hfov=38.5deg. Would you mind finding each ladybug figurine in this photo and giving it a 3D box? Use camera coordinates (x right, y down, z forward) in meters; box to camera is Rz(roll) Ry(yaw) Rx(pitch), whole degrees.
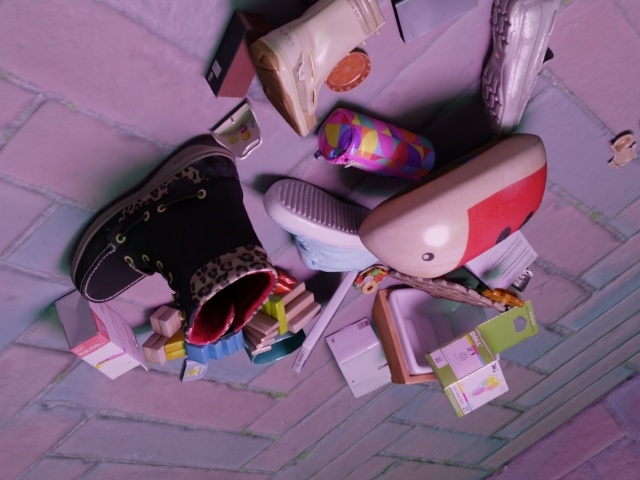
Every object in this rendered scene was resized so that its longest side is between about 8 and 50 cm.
[{"bbox_3d":[0.268,-0.062,1.701,0.449,0.161,0.305,-31,-175,-34],"label":"ladybug figurine"}]

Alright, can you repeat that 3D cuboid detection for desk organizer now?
[{"bbox_3d":[-0.120,-0.275,1.365,0.050,0.047,0.130,-3,140,-36],"label":"desk organizer"}]

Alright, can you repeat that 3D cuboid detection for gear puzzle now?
[{"bbox_3d":[0.301,0.097,1.968,0.176,0.339,0.044,25,81,-32],"label":"gear puzzle"}]

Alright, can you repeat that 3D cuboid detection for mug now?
[{"bbox_3d":[-0.108,0.187,1.937,0.130,0.097,0.157,-24,158,-8],"label":"mug"}]

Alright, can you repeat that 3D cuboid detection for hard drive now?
[{"bbox_3d":[0.183,-0.379,1.460,0.135,0.022,0.094,-28,147,0],"label":"hard drive"}]

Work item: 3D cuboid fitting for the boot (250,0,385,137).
[{"bbox_3d":[0.006,-0.279,1.396,0.203,0.095,0.262,-41,159,-7],"label":"boot"}]

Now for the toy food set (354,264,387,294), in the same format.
[{"bbox_3d":[0.112,0.086,2.043,0.083,0.020,0.083,-40,145,19],"label":"toy food set"}]

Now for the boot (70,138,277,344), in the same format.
[{"bbox_3d":[-0.243,0.048,1.496,0.377,0.284,0.138,-39,145,15],"label":"boot"}]

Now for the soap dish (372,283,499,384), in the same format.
[{"bbox_3d":[0.269,0.224,2.173,0.291,0.228,0.118,-2,155,-34],"label":"soap dish"}]

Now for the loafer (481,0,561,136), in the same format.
[{"bbox_3d":[0.352,-0.308,1.596,0.112,0.112,0.319,-12,144,-9],"label":"loafer"}]

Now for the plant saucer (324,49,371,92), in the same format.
[{"bbox_3d":[0.044,-0.279,1.505,0.084,0.013,0.083,-19,147,-13],"label":"plant saucer"}]

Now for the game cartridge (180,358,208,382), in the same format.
[{"bbox_3d":[-0.280,0.286,2.042,0.056,0.017,0.083,-12,144,-28],"label":"game cartridge"}]

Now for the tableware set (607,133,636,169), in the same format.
[{"bbox_3d":[0.714,-0.224,2.051,0.169,0.020,0.141,-35,146,11],"label":"tableware set"}]

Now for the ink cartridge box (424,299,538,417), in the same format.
[{"bbox_3d":[0.376,0.259,2.000,0.255,0.097,0.188,-29,145,3],"label":"ink cartridge box"}]

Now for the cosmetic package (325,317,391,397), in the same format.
[{"bbox_3d":[0.099,0.293,2.259,0.117,0.085,0.231,-27,148,-1],"label":"cosmetic package"}]

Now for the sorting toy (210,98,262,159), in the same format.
[{"bbox_3d":[-0.124,-0.170,1.477,0.083,0.075,0.045,-38,145,16],"label":"sorting toy"}]

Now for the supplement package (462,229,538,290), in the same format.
[{"bbox_3d":[0.346,0.001,1.967,0.134,0.139,0.244,-48,146,3],"label":"supplement package"}]

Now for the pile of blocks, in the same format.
[{"bbox_3d":[-0.177,0.148,1.808,0.362,0.149,0.112,-19,126,-16],"label":"pile of blocks"}]

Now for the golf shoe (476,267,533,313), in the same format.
[{"bbox_3d":[0.438,0.098,2.150,0.120,0.105,0.273,-49,-178,14],"label":"golf shoe"}]

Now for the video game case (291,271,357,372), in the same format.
[{"bbox_3d":[0.007,0.172,1.942,0.201,0.023,0.183,-57,175,-25],"label":"video game case"}]

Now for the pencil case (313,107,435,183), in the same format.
[{"bbox_3d":[0.100,-0.161,1.629,0.236,0.104,0.104,8,133,-43],"label":"pencil case"}]

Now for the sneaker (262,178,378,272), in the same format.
[{"bbox_3d":[0.000,0.000,1.744,0.150,0.135,0.366,-45,142,20],"label":"sneaker"}]

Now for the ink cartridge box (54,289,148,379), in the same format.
[{"bbox_3d":[-0.407,0.183,1.718,0.067,0.115,0.198,-30,146,2],"label":"ink cartridge box"}]
